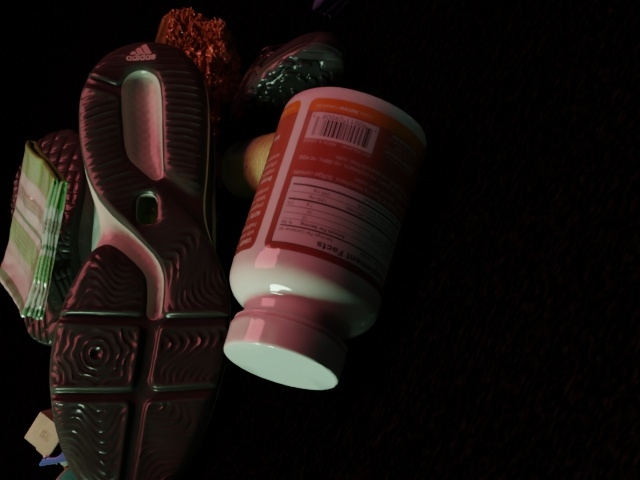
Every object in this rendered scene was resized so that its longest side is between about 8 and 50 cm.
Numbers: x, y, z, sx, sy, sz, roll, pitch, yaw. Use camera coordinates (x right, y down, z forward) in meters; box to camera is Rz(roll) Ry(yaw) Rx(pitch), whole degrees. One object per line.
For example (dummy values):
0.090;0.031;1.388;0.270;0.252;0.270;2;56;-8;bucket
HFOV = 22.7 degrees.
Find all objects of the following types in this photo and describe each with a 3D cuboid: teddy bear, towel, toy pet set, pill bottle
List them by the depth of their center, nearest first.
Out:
0.000;0.000;1.239;0.121;0.121;0.216;-26;43;61;pill bottle
-0.288;-0.010;1.576;0.113;0.023;0.152;41;123;53;towel
0.029;-0.293;1.668;0.067;0.029;0.119;-33;36;57;towel
-0.278;0.216;1.837;0.122;0.065;0.114;-57;-15;13;toy pet set
-0.166;-0.096;1.856;0.245;0.113;0.338;140;142;-65;teddy bear

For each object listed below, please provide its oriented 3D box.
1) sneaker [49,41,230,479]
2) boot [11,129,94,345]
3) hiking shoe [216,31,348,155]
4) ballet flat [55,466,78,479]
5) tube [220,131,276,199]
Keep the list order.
-0.151;0.052;1.602;0.257;0.169;0.447;66;-155;-73;sneaker
-0.255;0.019;1.710;0.083;0.161;0.246;-10;70;18;boot
-0.039;-0.165;1.601;0.227;0.086;0.114;-39;35;53;hiking shoe
-0.286;0.302;1.750;0.041;0.041;0.114;-31;38;59;ballet flat
-0.019;-0.072;1.491;0.240;0.062;0.070;-5;105;63;tube
